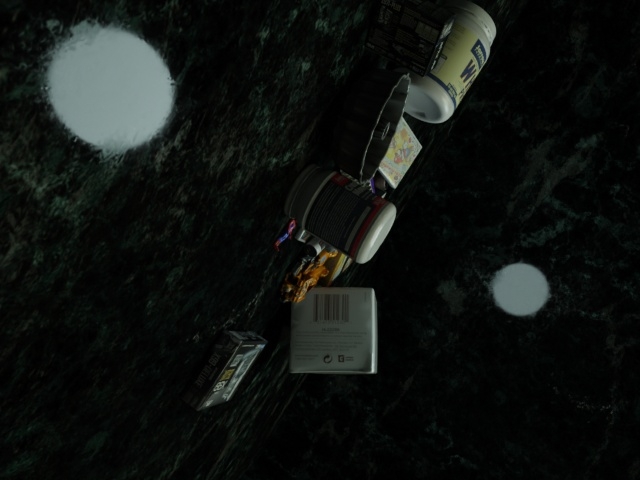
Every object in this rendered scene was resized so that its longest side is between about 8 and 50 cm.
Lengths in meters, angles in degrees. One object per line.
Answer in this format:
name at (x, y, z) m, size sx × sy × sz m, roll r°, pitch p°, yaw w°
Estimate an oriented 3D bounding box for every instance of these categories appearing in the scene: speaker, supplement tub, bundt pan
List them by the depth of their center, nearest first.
supplement tub at (0.055, -0.078, 1.559) m, size 0.191 × 0.272 × 0.191 m, roll -54°, pitch 167°, yaw -19°
bundt pan at (0.129, -0.327, 1.559) m, size 0.331 × 0.124 × 0.331 m, roll -59°, pitch 166°, yaw -26°
supplement tub at (0.382, -0.563, 1.759) m, size 0.325 × 0.235 × 0.235 m, roll -57°, pitch 167°, yaw -7°
speaker at (0.000, 0.000, 1.927) m, size 0.136 × 0.055 × 0.055 m, roll -45°, pitch 162°, yaw -42°

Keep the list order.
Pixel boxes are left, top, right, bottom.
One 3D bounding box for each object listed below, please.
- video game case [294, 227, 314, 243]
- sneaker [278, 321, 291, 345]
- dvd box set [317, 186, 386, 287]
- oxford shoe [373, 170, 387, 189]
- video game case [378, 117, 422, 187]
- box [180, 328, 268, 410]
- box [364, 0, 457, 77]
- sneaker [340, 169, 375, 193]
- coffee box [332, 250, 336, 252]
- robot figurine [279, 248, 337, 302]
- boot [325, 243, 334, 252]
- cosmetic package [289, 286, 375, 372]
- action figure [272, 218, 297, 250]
video game case at (-0.008, -0.081, 1.881) m, size 0.201 × 0.023 × 0.183 m, roll -58°, pitch 167°, yaw 1°
sneaker at (-0.146, 0.412, 2.399) m, size 0.094 × 0.080 × 0.212 m, roll -43°, pitch 165°, yaw -9°
dvd box set at (0.139, -0.015, 2.496) m, size 0.307 × 0.062 × 0.421 m, roll -40°, pitch 158°, yaw -56°
oxford shoe at (0.278, -0.328, 2.212) m, size 0.097 × 0.098 × 0.271 m, roll -38°, pitch 156°, yaw -55°
video game case at (0.284, -0.342, 2.126) m, size 0.206 × 0.026 × 0.227 m, roll -56°, pitch 137°, yaw -9°
box at (-0.298, 0.404, 1.784) m, size 0.242 × 0.076 × 0.307 m, roll -57°, pitch 167°, yaw -4°
box at (0.218, -0.515, 1.374) m, size 0.077 × 0.180 × 0.147 m, roll -45°, pitch 161°, yaw -40°
sneaker at (0.141, -0.161, 1.842) m, size 0.146 × 0.102 × 0.294 m, roll -49°, pitch 130°, yaw -71°
coffee box at (0.086, -0.064, 2.099) m, size 0.141 × 0.098 × 0.246 m, roll -64°, pitch 166°, yaw 23°
robot figurine at (-0.046, 0.122, 2.064) m, size 0.291 × 0.085 × 0.211 m, roll -41°, pitch 158°, yaw -53°
boot at (0.069, -0.074, 1.889) m, size 0.095 × 0.123 × 0.258 m, roll -28°, pitch -166°, yaw 51°
cosmetic package at (0.066, 0.379, 2.285) m, size 0.394 × 0.329 × 0.328 m, roll 59°, pitch 30°, yaw -75°
action figure at (-0.099, -0.023, 1.665) m, size 0.115 × 0.030 × 0.038 m, roll -58°, pitch 162°, yaw -12°
